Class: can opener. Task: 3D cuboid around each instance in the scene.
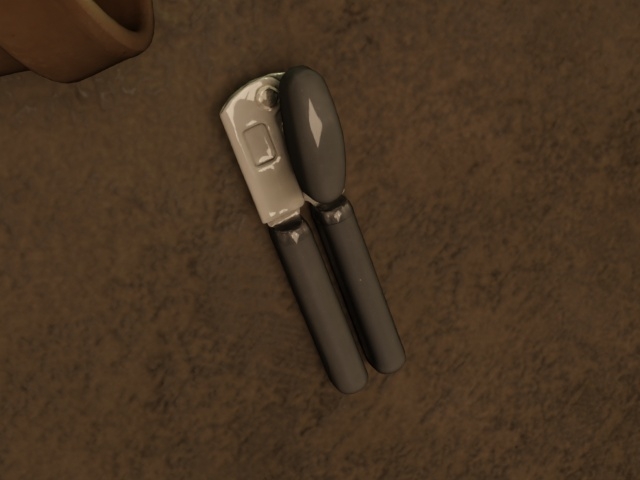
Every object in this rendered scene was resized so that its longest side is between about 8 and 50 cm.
[{"bbox_3d":[0.000,0.000,0.848,0.074,0.093,0.280,-25,116,-11],"label":"can opener"}]

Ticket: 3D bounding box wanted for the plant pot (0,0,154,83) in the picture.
[{"bbox_3d":[-0.259,-0.183,0.643,0.229,0.263,0.263,-25,113,10],"label":"plant pot"}]
